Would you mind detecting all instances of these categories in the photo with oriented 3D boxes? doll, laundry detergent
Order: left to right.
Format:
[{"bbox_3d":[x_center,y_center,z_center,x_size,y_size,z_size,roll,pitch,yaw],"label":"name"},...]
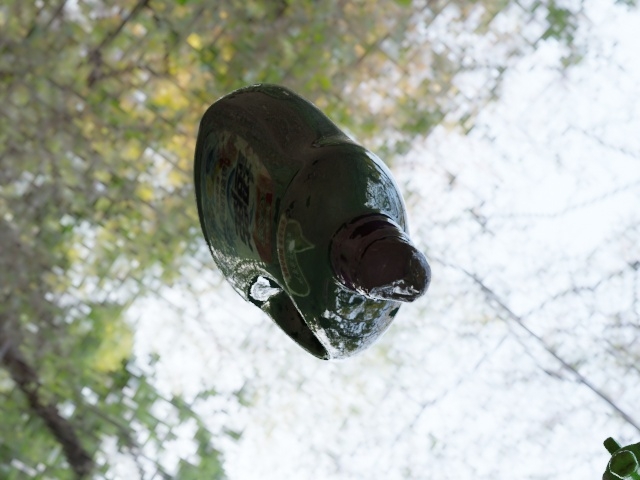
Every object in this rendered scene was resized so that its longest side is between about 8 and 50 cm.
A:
[{"bbox_3d":[0.000,0.000,0.839,0.222,0.078,0.144,-142,-135,-59],"label":"laundry detergent"},{"bbox_3d":[0.245,0.195,1.070,0.050,0.115,0.190,-48,-148,11],"label":"doll"}]
